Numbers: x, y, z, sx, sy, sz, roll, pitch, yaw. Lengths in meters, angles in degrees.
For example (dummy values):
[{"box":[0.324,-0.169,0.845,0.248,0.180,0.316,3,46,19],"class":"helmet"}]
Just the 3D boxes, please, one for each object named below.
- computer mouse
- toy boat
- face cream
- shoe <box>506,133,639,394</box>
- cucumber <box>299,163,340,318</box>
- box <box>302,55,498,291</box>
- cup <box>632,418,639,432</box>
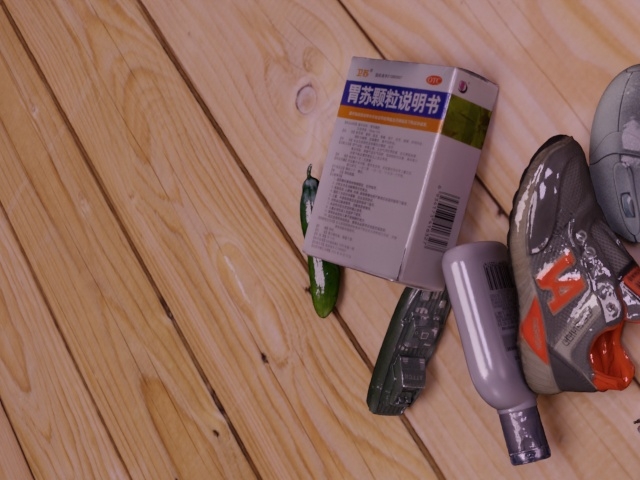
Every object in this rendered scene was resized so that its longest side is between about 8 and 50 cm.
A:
[{"box":[0.374,-0.099,1.261,0.113,0.068,0.229,2,95,48],"class":"computer mouse"},{"box":[0.137,0.146,1.528,0.085,0.078,0.260,51,128,54],"class":"toy boat"},{"box":[0.239,0.145,1.377,0.071,0.144,0.291,-22,79,36],"class":"face cream"},{"box":[0.329,0.043,1.260,0.171,0.132,0.336,9,114,37],"class":"shoe"},{"box":[0.000,0.000,1.682,0.056,0.056,0.250,-8,90,47],"class":"cucumber"},{"box":[0.108,-0.097,1.478,0.200,0.106,0.299,16,91,45],"class":"box"},{"box":[0.495,0.242,1.054,0.253,0.253,0.274,-40,73,41],"class":"cup"}]
